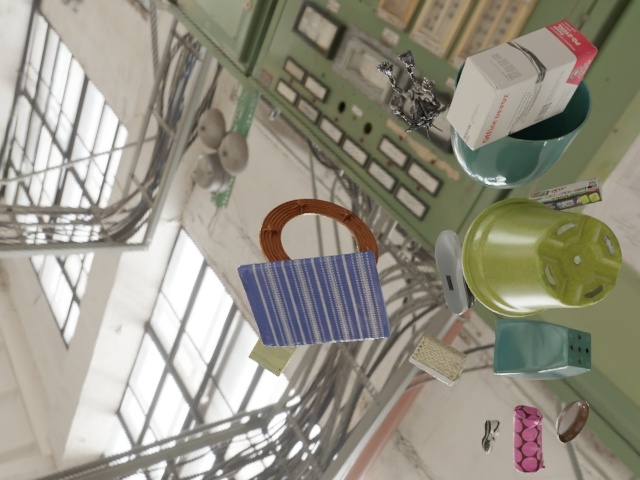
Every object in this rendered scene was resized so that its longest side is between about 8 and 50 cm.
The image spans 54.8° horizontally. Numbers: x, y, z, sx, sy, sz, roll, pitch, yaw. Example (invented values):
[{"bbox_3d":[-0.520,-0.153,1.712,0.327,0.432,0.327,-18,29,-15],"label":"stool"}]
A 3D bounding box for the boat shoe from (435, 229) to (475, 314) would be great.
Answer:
[{"bbox_3d":[0.488,0.103,2.167,0.105,0.306,0.113,-21,-169,-34],"label":"boat shoe"}]

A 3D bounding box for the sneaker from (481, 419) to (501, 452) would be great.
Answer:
[{"bbox_3d":[0.492,0.562,1.770,0.043,0.109,0.040,-3,-159,-22],"label":"sneaker"}]

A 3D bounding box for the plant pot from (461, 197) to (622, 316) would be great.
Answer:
[{"bbox_3d":[0.476,0.040,1.299,0.276,0.276,0.254,21,177,-9],"label":"plant pot"}]

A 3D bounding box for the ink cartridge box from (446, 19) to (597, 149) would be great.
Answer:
[{"bbox_3d":[0.380,-0.296,1.189,0.237,0.172,0.100,-24,-116,-17],"label":"ink cartridge box"}]

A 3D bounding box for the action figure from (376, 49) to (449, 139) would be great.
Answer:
[{"bbox_3d":[0.294,-0.455,1.940,0.276,0.164,0.141,56,-168,-27],"label":"action figure"}]

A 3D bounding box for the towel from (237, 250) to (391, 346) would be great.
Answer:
[{"bbox_3d":[-0.014,0.142,1.464,0.336,0.243,0.040,-7,-152,16],"label":"towel"}]

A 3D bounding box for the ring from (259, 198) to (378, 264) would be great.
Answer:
[{"bbox_3d":[0.000,0.000,1.691,0.336,0.032,0.336,10,-133,-10],"label":"ring"}]

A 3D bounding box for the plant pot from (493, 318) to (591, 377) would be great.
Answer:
[{"bbox_3d":[0.647,0.316,1.785,0.165,0.166,0.234,15,164,-29],"label":"plant pot"}]

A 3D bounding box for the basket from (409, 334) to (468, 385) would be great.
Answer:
[{"bbox_3d":[0.403,0.400,2.085,0.167,0.103,0.113,29,-173,23],"label":"basket"}]

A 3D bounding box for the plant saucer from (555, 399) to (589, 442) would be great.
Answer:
[{"bbox_3d":[0.883,0.633,2.180,0.168,0.168,0.029,3,-163,-36],"label":"plant saucer"}]

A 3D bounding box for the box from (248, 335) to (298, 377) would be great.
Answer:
[{"bbox_3d":[-0.090,0.255,1.895,0.117,0.243,0.213,33,-145,4],"label":"box"}]

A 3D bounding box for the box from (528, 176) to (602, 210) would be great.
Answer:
[{"bbox_3d":[0.726,-0.128,1.844,0.036,0.207,0.114,66,-149,-17],"label":"box"}]

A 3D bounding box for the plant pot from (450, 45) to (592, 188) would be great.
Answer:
[{"bbox_3d":[0.433,-0.260,1.425,0.293,0.235,0.293,0,-122,0],"label":"plant pot"}]

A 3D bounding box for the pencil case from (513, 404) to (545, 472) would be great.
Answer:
[{"bbox_3d":[0.677,0.643,2.004,0.098,0.209,0.095,2,-164,29],"label":"pencil case"}]
